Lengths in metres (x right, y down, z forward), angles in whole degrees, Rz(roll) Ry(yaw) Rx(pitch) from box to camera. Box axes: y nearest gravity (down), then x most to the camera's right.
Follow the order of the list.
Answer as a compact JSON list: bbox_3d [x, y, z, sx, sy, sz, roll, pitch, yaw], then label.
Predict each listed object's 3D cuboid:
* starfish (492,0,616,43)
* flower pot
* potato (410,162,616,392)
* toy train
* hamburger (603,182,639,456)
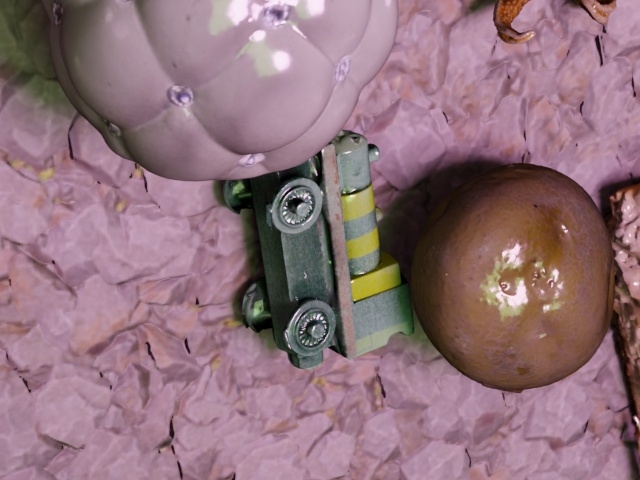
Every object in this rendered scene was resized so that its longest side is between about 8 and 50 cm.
[{"bbox_3d":[0.185,-0.249,1.342,0.146,0.074,0.190,-7,117,-34],"label":"starfish"},{"bbox_3d":[-0.068,-0.165,1.175,0.246,0.246,0.195,-12,141,-20],"label":"flower pot"},{"bbox_3d":[0.162,0.033,1.410,0.178,0.160,0.235,-44,142,-1],"label":"potato"},{"bbox_3d":[0.000,0.000,1.377,0.132,0.083,0.200,-20,119,-28],"label":"toy train"},{"bbox_3d":[0.442,0.123,1.528,0.287,0.268,0.446,-28,120,-16],"label":"hamburger"}]
